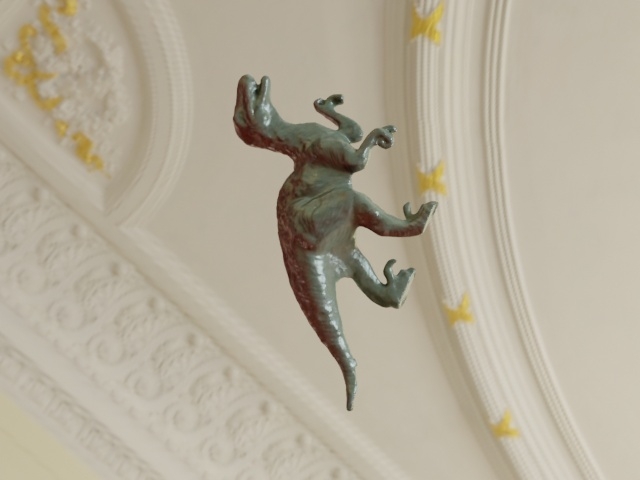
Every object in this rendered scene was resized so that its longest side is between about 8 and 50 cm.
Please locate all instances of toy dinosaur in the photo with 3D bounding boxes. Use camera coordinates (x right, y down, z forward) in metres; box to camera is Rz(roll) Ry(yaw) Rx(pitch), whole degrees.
[{"bbox_3d":[0.000,0.000,0.875,0.167,0.053,0.242,8,-98,9],"label":"toy dinosaur"}]
